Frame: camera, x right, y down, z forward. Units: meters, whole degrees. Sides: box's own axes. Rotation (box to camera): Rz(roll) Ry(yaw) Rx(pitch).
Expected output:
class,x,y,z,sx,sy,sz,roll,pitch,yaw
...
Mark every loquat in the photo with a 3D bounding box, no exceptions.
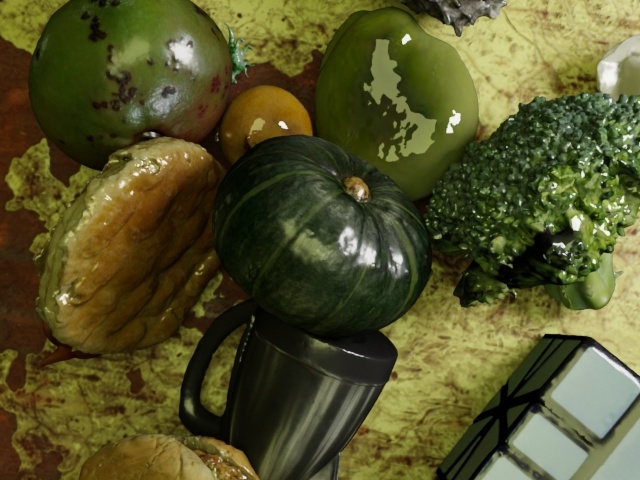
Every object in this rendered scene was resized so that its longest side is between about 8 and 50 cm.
class,x,y,z,sx,sy,sz,roll,pitch,yaw
loquat,-0.080,-0.157,1.450,0.141,0.141,0.141,0,85,2

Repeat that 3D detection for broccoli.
class,x,y,z,sx,sy,sz,roll,pitch,yaw
broccoli,0.316,-0.048,1.365,0.338,0.277,0.317,-11,123,-34

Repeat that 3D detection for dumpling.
class,x,y,z,sx,sy,sz,roll,pitch,yaw
dumpling,0.516,-0.216,1.440,0.250,0.132,0.162,24,90,3

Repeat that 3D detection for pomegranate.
class,x,y,z,sx,sy,sz,roll,pitch,yaw
pomegranate,-0.272,-0.263,1.398,0.291,0.291,0.323,-14,85,0

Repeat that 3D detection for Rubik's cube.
class,x,y,z,sx,sy,sz,roll,pitch,yaw
Rubik's cube,0.344,0.313,1.326,0.283,0.288,0.293,37,89,3

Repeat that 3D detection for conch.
class,x,y,z,sx,sy,sz,roll,pitch,yaw
conch,0.162,-0.429,1.444,0.313,0.241,0.186,47,125,27

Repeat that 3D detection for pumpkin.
class,x,y,z,sx,sy,sz,roll,pitch,yaw
pumpkin,0.000,0.000,1.318,0.300,0.300,0.207,35,113,4

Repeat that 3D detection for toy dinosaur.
class,x,y,z,sx,sy,sz,roll,pitch,yaw
toy dinosaur,-0.134,-0.279,1.521,0.062,0.021,0.083,-44,86,11

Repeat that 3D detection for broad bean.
class,x,y,z,sx,sy,sz,roll,pitch,yaw
broad bean,0.108,-0.198,1.457,0.238,0.119,0.291,-9,86,3

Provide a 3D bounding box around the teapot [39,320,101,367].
class,x,y,z,sx,sy,sz,roll,pitch,yaw
teapot,-0.352,0.111,1.458,0.116,0.116,0.173,18,59,3

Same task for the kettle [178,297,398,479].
class,x,y,z,sx,sy,sz,roll,pitch,yaw
kettle,-0.056,0.225,1.387,0.251,0.207,0.271,20,101,-15

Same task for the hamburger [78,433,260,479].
class,x,y,z,sx,sy,sz,roll,pitch,yaw
hamburger,-0.191,0.378,1.347,0.283,0.144,0.259,-16,98,28

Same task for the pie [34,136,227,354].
class,x,y,z,sx,sy,sz,roll,pitch,yaw
pie,-0.241,0.010,1.352,0.083,0.339,0.339,32,86,28
